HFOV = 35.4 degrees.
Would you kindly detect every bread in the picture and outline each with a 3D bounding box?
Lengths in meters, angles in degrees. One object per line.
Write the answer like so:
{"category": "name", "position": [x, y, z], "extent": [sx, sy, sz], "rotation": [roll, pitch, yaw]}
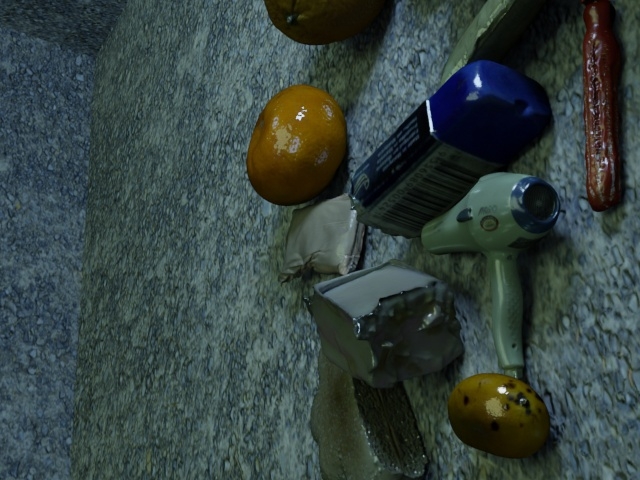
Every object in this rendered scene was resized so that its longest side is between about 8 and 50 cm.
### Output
{"category": "bread", "position": [0.055, 0.294, 1.600], "extent": [0.183, 0.102, 0.337], "rotation": [-55, 33, 30]}

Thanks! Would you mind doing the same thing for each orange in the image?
{"category": "orange", "position": [-0.043, -0.181, 1.946], "extent": [0.240, 0.171, 0.240], "rotation": [-50, 29, 42]}
{"category": "orange", "position": [0.006, -0.498, 1.937], "extent": [0.264, 0.264, 0.264], "rotation": [-36, 46, 49]}

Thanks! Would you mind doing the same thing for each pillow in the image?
{"category": "pillow", "position": [0.000, 0.000, 1.887], "extent": [0.270, 0.067, 0.173], "rotation": [-15, 58, 58]}
{"category": "pillow", "position": [0.280, -0.339, 1.498], "extent": [0.302, 0.075, 0.185], "rotation": [-52, -3, 34]}

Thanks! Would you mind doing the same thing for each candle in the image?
{"category": "candle", "position": [0.376, -0.195, 1.338], "extent": [0.051, 0.048, 0.329], "rotation": [136, 141, -64]}

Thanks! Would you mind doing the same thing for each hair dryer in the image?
{"category": "hair dryer", "position": [0.227, 0.039, 1.452], "extent": [0.296, 0.119, 0.298], "rotation": [-149, 64, -67]}

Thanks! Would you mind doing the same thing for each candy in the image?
{"category": "candy", "position": [0.091, 0.124, 1.512], "extent": [0.195, 0.185, 0.137], "rotation": [24, 127, 59]}

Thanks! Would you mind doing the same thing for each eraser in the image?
{"category": "eraser", "position": [0.185, -0.132, 1.529], "extent": [0.332, 0.155, 0.101], "rotation": [-45, 38, 41]}

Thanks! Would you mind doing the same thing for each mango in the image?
{"category": "mango", "position": [0.228, 0.230, 1.324], "extent": [0.115, 0.090, 0.178], "rotation": [63, 157, -10]}
